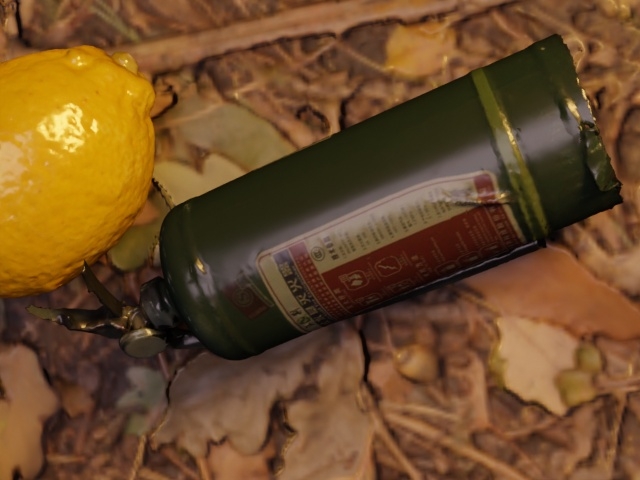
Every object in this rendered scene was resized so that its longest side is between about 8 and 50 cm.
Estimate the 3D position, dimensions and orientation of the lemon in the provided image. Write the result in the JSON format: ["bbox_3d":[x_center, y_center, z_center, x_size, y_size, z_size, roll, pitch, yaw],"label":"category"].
[{"bbox_3d":[-0.148,-0.037,0.575,0.155,0.114,0.114,-44,83,3],"label":"lemon"}]

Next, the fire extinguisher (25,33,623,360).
[{"bbox_3d":[0.000,0.000,0.555,0.294,0.118,0.093,-23,52,11],"label":"fire extinguisher"}]
